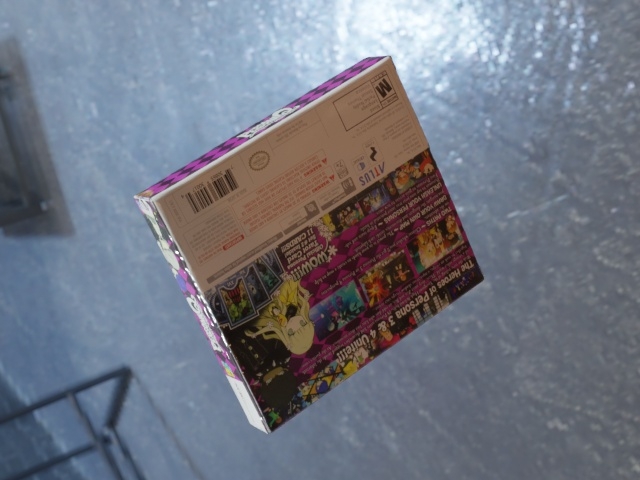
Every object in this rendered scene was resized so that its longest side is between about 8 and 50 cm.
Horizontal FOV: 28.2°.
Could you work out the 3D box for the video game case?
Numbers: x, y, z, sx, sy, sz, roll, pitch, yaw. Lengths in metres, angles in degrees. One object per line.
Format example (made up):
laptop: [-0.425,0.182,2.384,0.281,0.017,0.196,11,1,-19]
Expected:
video game case: [0.000,0.000,0.996,0.042,0.232,0.210,11,130,60]
